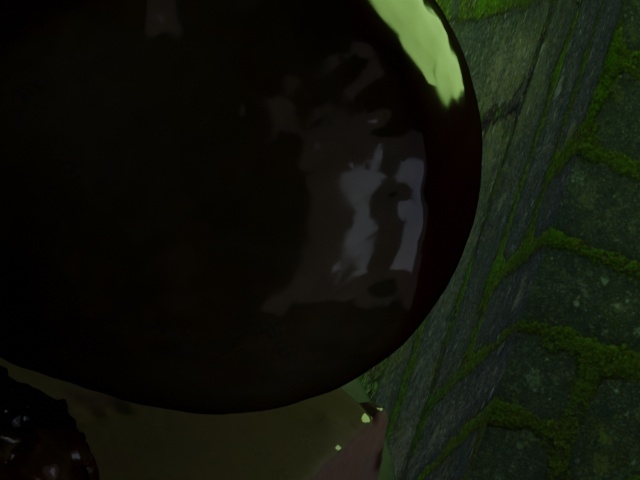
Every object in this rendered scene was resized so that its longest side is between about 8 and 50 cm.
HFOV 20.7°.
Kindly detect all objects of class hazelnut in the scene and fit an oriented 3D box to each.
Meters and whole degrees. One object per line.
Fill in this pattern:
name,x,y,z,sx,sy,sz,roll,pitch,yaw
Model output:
hazelnut,-0.082,-0.082,0.969,0.366,0.366,0.366,-56,159,-34

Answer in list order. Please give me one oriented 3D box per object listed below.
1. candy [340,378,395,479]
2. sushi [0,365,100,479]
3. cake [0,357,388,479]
candy,-0.055,0.180,1.543,0.295,0.185,0.295,57,17,-29
sushi,-0.255,0.114,0.801,0.343,0.182,0.196,8,91,-49
cake,-0.146,0.219,1.163,0.293,0.314,0.307,-37,147,-56
